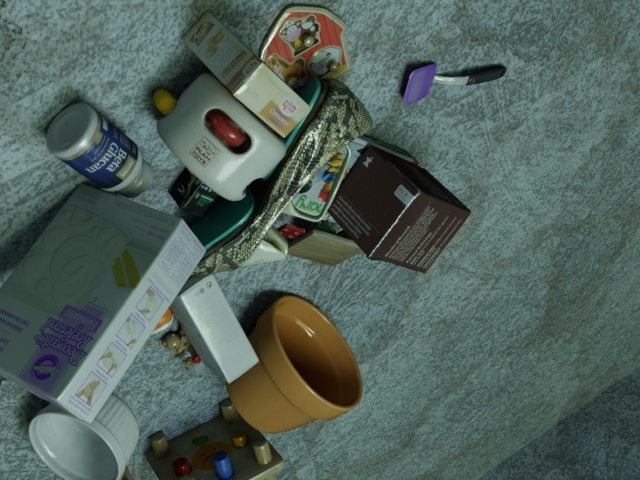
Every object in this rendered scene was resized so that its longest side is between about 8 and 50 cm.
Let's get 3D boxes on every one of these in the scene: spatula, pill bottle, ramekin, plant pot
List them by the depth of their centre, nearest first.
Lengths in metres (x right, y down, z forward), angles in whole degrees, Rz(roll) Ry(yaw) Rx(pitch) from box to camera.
[{"bbox_3d":[-0.346,-0.137,1.329,0.094,0.094,0.169,-44,142,3],"label":"pill bottle"},{"bbox_3d":[-0.460,0.383,1.651,0.109,0.207,0.207,-57,164,-52],"label":"ramekin"},{"bbox_3d":[0.283,-0.334,1.728,0.296,0.030,0.084,-13,135,-32],"label":"spatula"},{"bbox_3d":[-0.074,0.297,1.857,0.203,0.291,0.291,-38,145,23],"label":"plant pot"}]

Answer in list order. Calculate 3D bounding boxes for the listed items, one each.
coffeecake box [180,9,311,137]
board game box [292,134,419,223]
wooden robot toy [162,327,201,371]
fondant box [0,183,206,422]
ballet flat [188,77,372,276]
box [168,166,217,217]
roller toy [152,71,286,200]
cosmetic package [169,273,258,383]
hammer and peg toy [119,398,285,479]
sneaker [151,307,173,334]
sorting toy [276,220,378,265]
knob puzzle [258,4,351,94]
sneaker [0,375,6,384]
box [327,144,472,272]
[{"bbox_3d":[-0.119,-0.265,1.324,0.068,0.185,0.142,-47,142,6],"label":"coffeecake box"},{"bbox_3d":[0.049,-0.129,1.707,0.305,0.053,0.193,13,118,-46],"label":"board game box"},{"bbox_3d":[-0.289,0.211,1.738,0.079,0.076,0.173,-1,127,-26],"label":"wooden robot toy"},{"bbox_3d":[-0.371,0.087,1.312,0.330,0.238,0.096,-59,148,-21],"label":"fondant box"},{"bbox_3d":[-0.080,-0.073,1.530,0.182,0.164,0.483,36,103,-25],"label":"ballet flat"},{"bbox_3d":[-0.222,-0.096,1.500,0.052,0.062,0.083,23,110,-48],"label":"box"},{"bbox_3d":[-0.168,-0.167,1.372,0.146,0.191,0.209,-45,142,6],"label":"roller toy"},{"bbox_3d":[-0.223,0.161,1.641,0.085,0.117,0.231,-36,120,-23],"label":"cosmetic package"},{"bbox_3d":[-0.288,0.527,1.885,0.361,0.266,0.127,-23,120,-23],"label":"hammer and peg toy"},{"bbox_3d":[-0.377,0.176,1.645,0.175,0.064,0.067,-37,122,-14],"label":"sneaker"},{"bbox_3d":[0.000,0.000,1.746,0.274,0.046,0.132,15,154,-28],"label":"sorting toy"},{"bbox_3d":[-0.029,-0.329,1.467,0.213,0.030,0.213,-23,138,-22],"label":"knob puzzle"},{"bbox_3d":[-0.560,0.184,1.434,0.127,0.126,0.321,-46,151,27],"label":"sneaker"},{"bbox_3d":[0.159,-0.060,1.685,0.203,0.168,0.167,16,116,-47],"label":"box"}]
